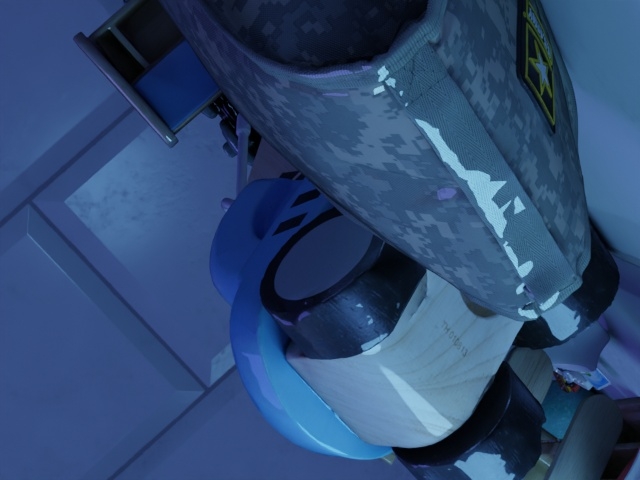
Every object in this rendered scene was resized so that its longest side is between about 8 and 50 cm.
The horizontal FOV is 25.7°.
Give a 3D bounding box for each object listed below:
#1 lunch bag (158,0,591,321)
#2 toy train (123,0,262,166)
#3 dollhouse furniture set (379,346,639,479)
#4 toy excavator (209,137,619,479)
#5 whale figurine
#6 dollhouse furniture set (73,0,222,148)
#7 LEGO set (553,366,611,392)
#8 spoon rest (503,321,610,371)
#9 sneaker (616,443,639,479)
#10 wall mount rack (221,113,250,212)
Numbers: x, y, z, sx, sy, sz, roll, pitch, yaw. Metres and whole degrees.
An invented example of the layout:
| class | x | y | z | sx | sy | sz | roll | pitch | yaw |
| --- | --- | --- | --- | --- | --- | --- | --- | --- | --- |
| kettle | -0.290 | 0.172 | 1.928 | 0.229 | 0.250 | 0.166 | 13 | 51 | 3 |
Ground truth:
| class | x | y | z | sx | sy | sz | roll | pitch | yaw |
| --- | --- | --- | --- | --- | --- | --- | --- | --- | --- |
| lunch bag | 0.034 | -0.107 | 0.774 | 0.287 | 0.169 | 0.235 | 51 | 180 | 43 |
| toy train | -0.134 | -0.242 | 1.878 | 0.334 | 0.142 | 0.190 | 47 | -170 | -24 |
| dollhouse furniture set | 0.195 | 0.160 | 1.221 | 0.242 | 0.161 | 0.212 | 36 | 158 | -15 |
| toy excavator | 0.019 | -0.025 | 1.174 | 0.445 | 0.433 | 0.222 | -2 | 137 | 48 |
| whale figurine | 0.294 | 0.239 | 1.802 | 0.272 | 0.216 | 0.141 | -45 | -42 | -82 |
| dollhouse furniture set | -0.143 | -0.245 | 1.217 | 0.286 | 0.198 | 0.303 | 48 | 177 | 0 |
| LEGO set | 0.307 | 0.153 | 1.595 | 0.244 | 0.060 | 0.182 | 46 | 165 | 6 |
| spoon rest | 0.198 | 0.068 | 1.306 | 0.084 | 0.137 | 0.276 | 22 | 175 | 39 |
| sneaker | 0.285 | 0.202 | 1.028 | 0.128 | 0.087 | 0.221 | 36 | 125 | 53 |
| wall mount rack | 0.000 | 0.000 | 1.681 | 0.304 | 0.130 | 0.350 | 35 | 170 | 47 |
